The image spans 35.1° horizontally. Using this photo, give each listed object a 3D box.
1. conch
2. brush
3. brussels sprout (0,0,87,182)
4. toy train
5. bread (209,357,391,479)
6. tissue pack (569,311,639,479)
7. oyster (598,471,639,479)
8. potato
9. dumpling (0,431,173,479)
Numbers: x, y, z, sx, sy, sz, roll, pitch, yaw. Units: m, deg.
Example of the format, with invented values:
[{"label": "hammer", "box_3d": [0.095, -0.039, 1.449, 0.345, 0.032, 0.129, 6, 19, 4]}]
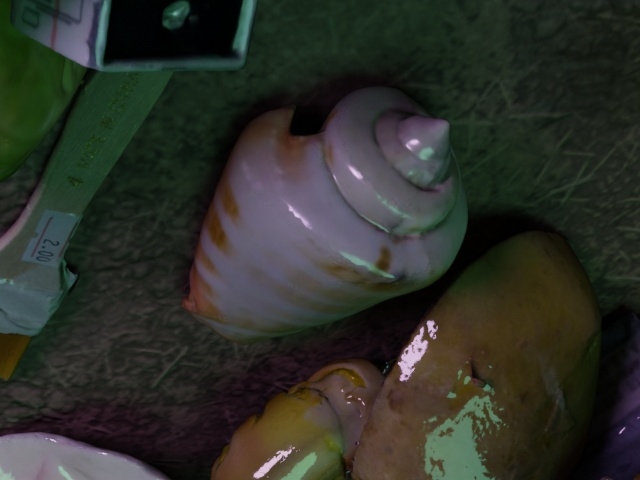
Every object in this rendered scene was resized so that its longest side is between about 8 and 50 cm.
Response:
[{"label": "conch", "box_3d": [0.004, 0.007, 0.681, 0.158, 0.127, 0.255, 11, 130, -31]}, {"label": "brush", "box_3d": [-0.178, -0.016, 0.667, 0.085, 0.020, 0.336, 14, 128, -32]}, {"label": "brussels sprout", "box_3d": [-0.192, -0.092, 0.502, 0.183, 0.145, 0.131, -12, 167, -2]}, {"label": "toy train", "box_3d": [-0.045, -0.268, 0.370, 0.086, 0.088, 0.406, -11, 123, -46]}, {"label": "bread", "box_3d": [-0.001, 0.192, 0.875, 0.213, 0.105, 0.213, -23, 132, -28]}, {"label": "tissue pack", "box_3d": [0.245, 0.266, 1.047, 0.394, 0.124, 0.288, -39, 134, 19]}, {"label": "oyster", "box_3d": [0.308, 0.253, 0.861, 0.355, 0.107, 0.201, -1, 146, -24]}, {"label": "potato", "box_3d": [0.144, 0.142, 0.813, 0.239, 0.116, 0.299, 6, 113, -45]}, {"label": "dumpling", "box_3d": [-0.181, 0.272, 0.867, 0.318, 0.187, 0.242, 14, 108, -3]}]
